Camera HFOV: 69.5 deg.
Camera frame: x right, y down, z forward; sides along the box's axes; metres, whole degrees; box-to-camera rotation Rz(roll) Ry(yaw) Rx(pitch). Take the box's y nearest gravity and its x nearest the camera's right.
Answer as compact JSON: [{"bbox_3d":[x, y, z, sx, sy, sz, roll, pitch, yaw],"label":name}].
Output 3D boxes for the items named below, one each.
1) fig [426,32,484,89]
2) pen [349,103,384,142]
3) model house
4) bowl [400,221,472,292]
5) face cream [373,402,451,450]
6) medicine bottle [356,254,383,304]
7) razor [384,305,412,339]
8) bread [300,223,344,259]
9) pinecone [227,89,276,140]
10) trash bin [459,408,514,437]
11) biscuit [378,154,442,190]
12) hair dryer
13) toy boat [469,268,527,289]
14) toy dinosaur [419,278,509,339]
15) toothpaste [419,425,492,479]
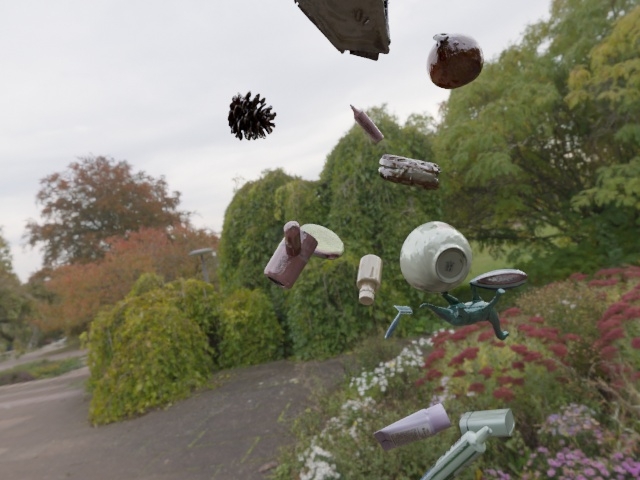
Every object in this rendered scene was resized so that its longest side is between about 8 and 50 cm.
[{"bbox_3d":[0.449,-0.622,1.577,0.205,0.205,0.205,-12,0,0],"label":"fig"},{"bbox_3d":[0.187,-0.490,1.916,0.053,0.197,0.032,-30,20,44],"label":"pen"},{"bbox_3d":[0.066,-0.710,1.369,0.317,0.297,0.282,6,32,2],"label":"model house"},{"bbox_3d":[0.448,0.075,1.709,0.277,0.277,0.145,-12,13,-15],"label":"bowl"},{"bbox_3d":[0.343,0.700,1.712,0.274,0.154,0.096,-24,40,3],"label":"face cream"},{"bbox_3d":[0.230,0.189,2.177,0.114,0.114,0.252,-12,39,24],"label":"medicine bottle"},{"bbox_3d":[0.256,0.285,1.577,0.068,0.135,0.040,8,26,-35],"label":"razor"},{"bbox_3d":[0.000,0.000,1.981,0.229,0.228,0.033,-12,-41,-42],"label":"bread"},{"bbox_3d":[-0.267,-0.486,1.820,0.208,0.207,0.208,-12,0,0],"label":"pinecone"},{"bbox_3d":[0.483,0.532,1.337,0.130,0.059,0.116,-19,-9,29],"label":"trash bin"},{"bbox_3d":[0.382,-0.293,1.977,0.268,0.115,0.366,13,11,12],"label":"biscuit"},{"bbox_3d":[-0.111,0.029,1.615,0.125,0.210,0.352,28,-18,9],"label":"hair dryer"},{"bbox_3d":[0.684,0.150,1.768,0.229,0.080,0.046,-3,-15,-11],"label":"toy boat"},{"bbox_3d":[0.581,0.328,1.833,0.384,0.330,0.129,-14,35,-4],"label":"toy dinosaur"},{"bbox_3d":[0.322,0.621,1.233,0.099,0.061,0.392,3,-52,-53],"label":"toothpaste"}]
